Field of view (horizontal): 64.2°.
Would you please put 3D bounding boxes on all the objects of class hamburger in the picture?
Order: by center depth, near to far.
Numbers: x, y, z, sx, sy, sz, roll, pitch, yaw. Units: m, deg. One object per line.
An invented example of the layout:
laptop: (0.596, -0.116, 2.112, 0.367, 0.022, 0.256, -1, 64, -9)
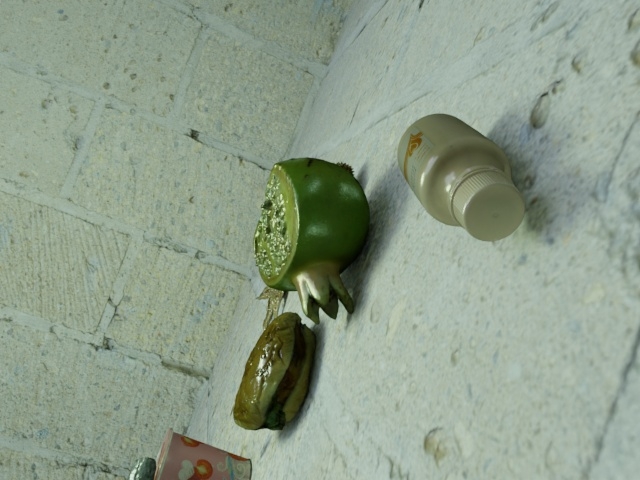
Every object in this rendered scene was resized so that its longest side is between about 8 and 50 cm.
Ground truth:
hamburger: (-0.111, 0.304, 1.186, 0.285, 0.134, 0.266, 126, 159, -45)

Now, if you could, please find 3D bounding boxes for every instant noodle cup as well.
instant noodle cup: (-0.318, 0.632, 1.306, 0.243, 0.231, 0.243, -160, 90, -79)

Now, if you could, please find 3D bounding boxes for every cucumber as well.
cucumber: (-0.420, 0.561, 1.181, 0.064, 0.064, 0.112, 123, 165, -45)

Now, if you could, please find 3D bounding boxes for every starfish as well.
starfish: (-0.163, 0.174, 1.811, 0.302, 0.060, 0.299, -171, 95, -72)

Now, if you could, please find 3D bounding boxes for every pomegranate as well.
pomegranate: (0.000, 0.000, 1.086, 0.310, 0.216, 0.359, -56, 47, 46)

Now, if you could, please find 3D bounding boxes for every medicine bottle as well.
medicine bottle: (0.171, -0.079, 0.629, 0.252, 0.114, 0.114, -98, 31, -65)

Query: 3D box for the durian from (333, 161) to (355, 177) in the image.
durian: (0.025, -0.120, 1.315, 0.168, 0.137, 0.158, -56, -5, 19)
